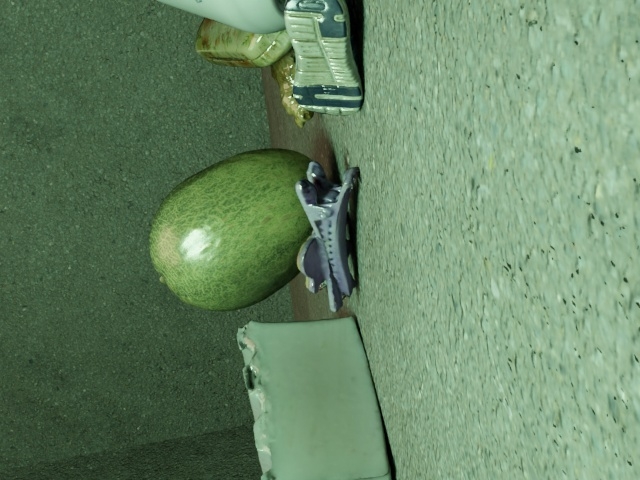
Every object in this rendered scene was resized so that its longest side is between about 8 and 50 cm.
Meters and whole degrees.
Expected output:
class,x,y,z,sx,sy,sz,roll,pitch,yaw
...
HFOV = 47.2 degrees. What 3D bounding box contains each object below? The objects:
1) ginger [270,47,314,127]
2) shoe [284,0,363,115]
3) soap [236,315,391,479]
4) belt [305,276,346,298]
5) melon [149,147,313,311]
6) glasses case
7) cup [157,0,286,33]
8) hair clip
class,x,y,z,sx,sy,sz,roll,pitch,yaw
ginger,-0.064,-0.350,1.398,0.333,0.080,0.166,-109,24,-44
shoe,0.011,-0.242,0.906,0.207,0.091,0.106,82,-162,-49
soap,-0.008,0.392,1.335,0.435,0.212,0.350,88,169,-47
belt,0.000,0.000,1.350,0.053,0.071,0.232,141,119,-75
melon,-0.129,-0.021,1.234,0.249,0.329,0.248,60,178,4
glasses case,-0.131,-0.392,1.329,0.156,0.098,0.425,-58,27,-1
cup,-0.147,-0.396,0.939,0.317,0.212,0.212,27,144,25
hair clip,0.015,-0.014,1.136,0.278,0.090,0.137,91,-157,-44
